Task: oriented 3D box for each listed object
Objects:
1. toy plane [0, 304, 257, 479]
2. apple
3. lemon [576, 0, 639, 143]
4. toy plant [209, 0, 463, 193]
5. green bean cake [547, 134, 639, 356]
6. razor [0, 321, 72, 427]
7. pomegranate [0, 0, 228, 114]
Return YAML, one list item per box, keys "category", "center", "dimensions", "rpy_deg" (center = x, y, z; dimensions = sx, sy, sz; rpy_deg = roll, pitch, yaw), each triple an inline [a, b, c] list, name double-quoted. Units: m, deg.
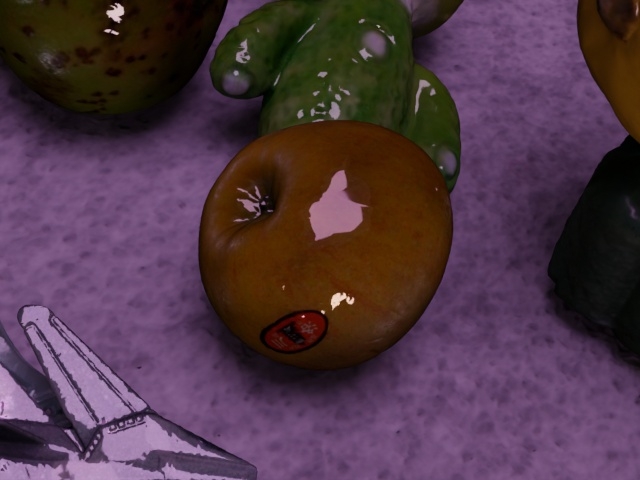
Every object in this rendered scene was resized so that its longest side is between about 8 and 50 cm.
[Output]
- category: "toy plane"
  center: [-0.093, 0.161, 0.706]
  dimensions: [0.267, 0.088, 0.212]
  rpy_deg: [13, 65, -18]
- category: "apple"
  center: [0.000, 0.000, 0.798]
  dimensions: [0.155, 0.182, 0.182]
  rpy_deg: [29, 40, -35]
- category: "lemon"
  center: [0.321, -0.168, 0.740]
  dimensions: [0.297, 0.297, 0.297]
  rpy_deg: [6, 50, -8]
- category: "toy plant"
  center: [0.028, -0.172, 0.964]
  dimensions: [0.224, 0.184, 0.316]
  rpy_deg: [21, 58, -19]
- category: "green bean cake"
  center: [0.375, 0.005, 0.891]
  dimensions: [0.300, 0.169, 0.308]
  rpy_deg: [36, 53, 19]
- category: "razor"
  center: [-0.255, 0.030, 0.795]
  dimensions: [0.111, 0.056, 0.278]
  rpy_deg: [-18, 57, -24]
- category: "pomegranate"
  center: [-0.213, -0.225, 0.903]
  dimensions: [0.286, 0.231, 0.231]
  rpy_deg: [11, 49, -5]
